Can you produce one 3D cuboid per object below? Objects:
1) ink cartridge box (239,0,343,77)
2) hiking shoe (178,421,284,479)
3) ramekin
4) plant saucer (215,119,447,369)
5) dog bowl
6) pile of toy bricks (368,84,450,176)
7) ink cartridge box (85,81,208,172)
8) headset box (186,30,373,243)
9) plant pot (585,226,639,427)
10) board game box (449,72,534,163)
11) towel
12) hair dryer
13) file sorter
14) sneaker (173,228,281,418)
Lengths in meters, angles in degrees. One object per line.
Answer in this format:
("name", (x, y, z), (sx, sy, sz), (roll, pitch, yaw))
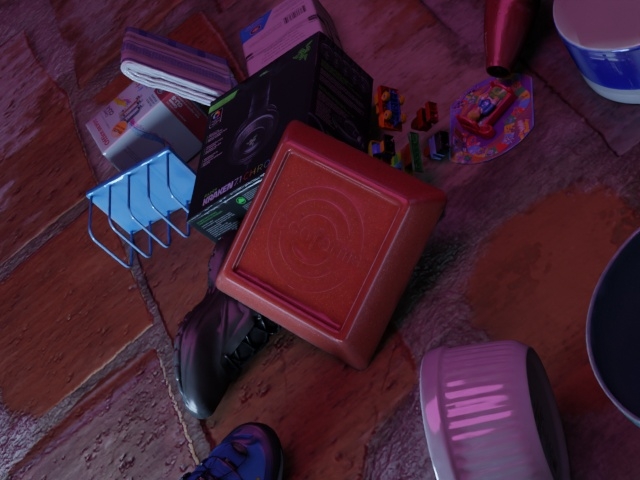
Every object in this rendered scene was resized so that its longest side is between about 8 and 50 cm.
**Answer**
("ink cartridge box", (-0.044, -0.313, 2.084), (0.148, 0.086, 0.203), (-31, 40, 15))
("hiking shoe", (-0.151, 0.335, 1.494), (0.113, 0.132, 0.304), (26, 64, 26))
("ramekin", (0.189, 0.202, 1.306), (0.109, 0.207, 0.207), (-16, 44, 17))
("plant saucer", (0.000, 0.000, 1.632), (0.258, 0.048, 0.259), (28, 95, 25))
("dog bowl", (0.448, -0.314, 1.643), (0.265, 0.104, 0.265), (-23, 42, 22))
("pile of toy bricks", (0.109, -0.104, 1.760), (0.105, 0.118, 0.212), (-40, 45, 51))
("ink cartridge box", (-0.293, -0.194, 2.155), (0.176, 0.127, 0.128), (-42, 38, 2))
("headset box", (-0.056, -0.146, 1.870), (0.246, 0.131, 0.283), (-28, 38, 34))
("plant pot", (0.429, 0.109, 1.183), (0.290, 0.195, 0.290), (-24, 42, 23))
("board game box", (0.236, -0.185, 1.763), (0.133, 0.033, 0.169), (-19, 44, 27))
("towel", (-0.240, -0.293, 2.105), (0.285, 0.209, 0.034), (-109, 40, -67))
("hair dryer", (0.291, -0.371, 1.743), (0.223, 0.080, 0.293), (-81, 8, -71))
("file sorter", (-0.278, -0.048, 2.015), (0.170, 0.118, 0.104), (-27, 44, 19))
("sneaker", (-0.114, 0.115, 1.731), (0.130, 0.109, 0.286), (8, 66, 23))
